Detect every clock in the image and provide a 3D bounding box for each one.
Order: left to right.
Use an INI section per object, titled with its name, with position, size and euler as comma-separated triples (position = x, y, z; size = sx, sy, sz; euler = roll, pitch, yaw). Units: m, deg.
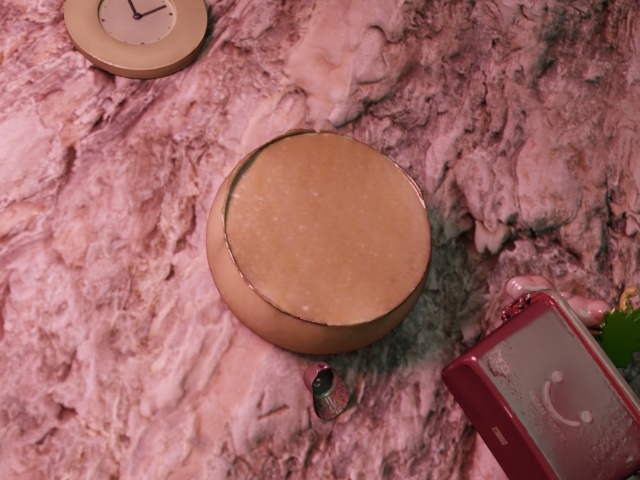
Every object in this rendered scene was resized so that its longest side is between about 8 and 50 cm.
[clock]
position = -0.310, -0.375, 1.262
size = 0.234, 0.029, 0.235
euler = 5, 64, -10

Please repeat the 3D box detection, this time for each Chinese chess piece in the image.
[Chinese chess piece]
position = 0.000, 0.000, 1.106
size = 0.337, 0.140, 0.338
euler = 6, 66, -13

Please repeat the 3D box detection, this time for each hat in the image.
[hat]
position = 0.002, 0.213, 1.071
size = 0.058, 0.042, 0.087
euler = -28, 109, -20

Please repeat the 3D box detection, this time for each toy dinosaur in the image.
[toy dinosaur]
position = 0.396, 0.133, 1.167
size = 0.194, 0.152, 0.177
euler = 8, 21, -22

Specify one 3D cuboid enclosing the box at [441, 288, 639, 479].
[box]
position = 0.315, 0.236, 1.054
size = 0.167, 0.193, 0.294
euler = -30, 76, -15
